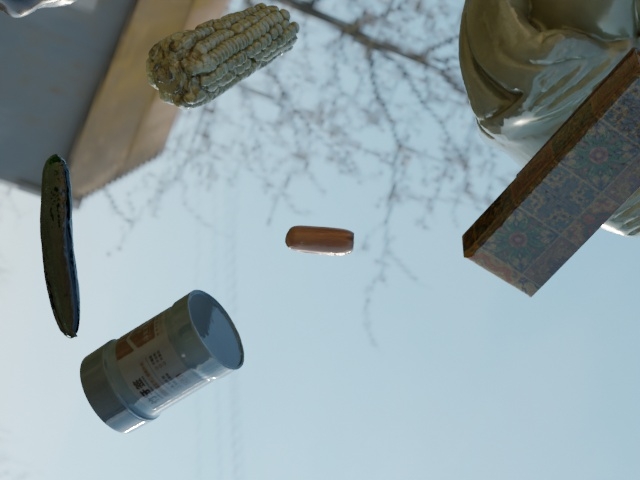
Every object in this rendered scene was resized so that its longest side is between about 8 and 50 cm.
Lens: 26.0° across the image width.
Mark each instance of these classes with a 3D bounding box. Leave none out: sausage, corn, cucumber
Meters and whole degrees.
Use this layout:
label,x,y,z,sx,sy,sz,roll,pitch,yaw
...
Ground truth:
label,x,y,z,sx,sy,sz,roll,pitch,yaw
sausage,0.000,0.000,1.631,0.034,0.083,0.034,-176,-90,-83
corn,-0.113,-0.216,1.575,0.211,0.087,0.087,-38,167,-48
cucumber,-0.260,0.006,1.376,0.033,0.036,0.184,177,-91,-68

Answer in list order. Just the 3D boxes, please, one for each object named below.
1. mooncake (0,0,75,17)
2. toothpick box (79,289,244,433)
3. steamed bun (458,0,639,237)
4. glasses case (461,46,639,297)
label,x,y,z,sx,sy,sz,roll,pitch,yaw
mooncake,-0.296,-0.336,1.278,0.283,0.283,0.141,-56,-141,40
toothpick box,-0.173,0.132,1.506,0.153,0.101,0.101,-32,-148,18
steamed bun,0.298,-0.209,1.438,0.342,0.368,0.255,-38,-140,0
glasses case,0.212,-0.053,1.128,0.218,0.075,0.049,-50,-161,28
